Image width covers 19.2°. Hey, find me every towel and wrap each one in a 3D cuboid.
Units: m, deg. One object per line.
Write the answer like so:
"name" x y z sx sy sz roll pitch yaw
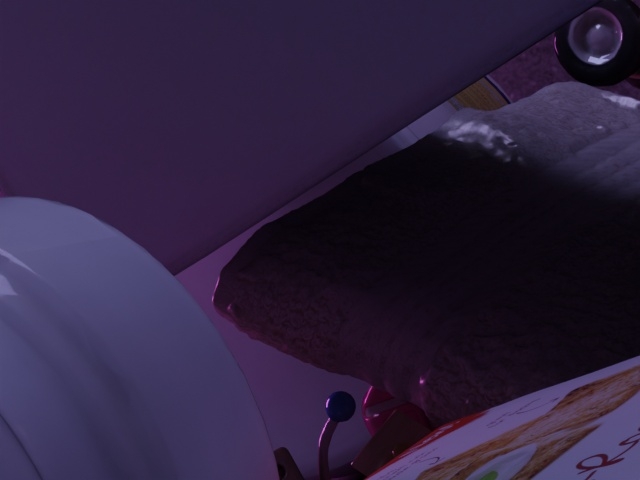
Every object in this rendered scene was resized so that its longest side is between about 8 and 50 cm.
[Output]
"towel" 0.112 0.002 0.816 0.187 0.049 0.282 21 33 31

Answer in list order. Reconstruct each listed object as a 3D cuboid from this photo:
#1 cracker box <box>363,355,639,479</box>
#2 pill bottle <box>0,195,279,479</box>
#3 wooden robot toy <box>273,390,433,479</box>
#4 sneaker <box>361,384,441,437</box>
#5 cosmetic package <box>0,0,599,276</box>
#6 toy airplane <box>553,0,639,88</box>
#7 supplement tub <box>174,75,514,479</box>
"cracker box" 0.076 0.072 0.440 0.232 0.067 0.156 -27 1 44
"pill bottle" -0.187 0.126 0.473 0.210 0.210 0.363 -26 1 44
"wooden robot toy" -0.022 0.131 0.748 0.173 0.076 0.079 -27 -34 -4
"sneaker" 0.095 0.057 0.878 0.170 0.063 0.075 -22 0 -15
"cosmetic package" 0.082 -0.167 0.710 0.453 0.161 0.230 -33 1 23
"toy airplane" 0.352 -0.196 1.140 0.386 0.272 0.384 -42 -25 -25
"supplement tub" 0.000 0.000 1.077 0.241 0.241 0.331 -27 1 14
